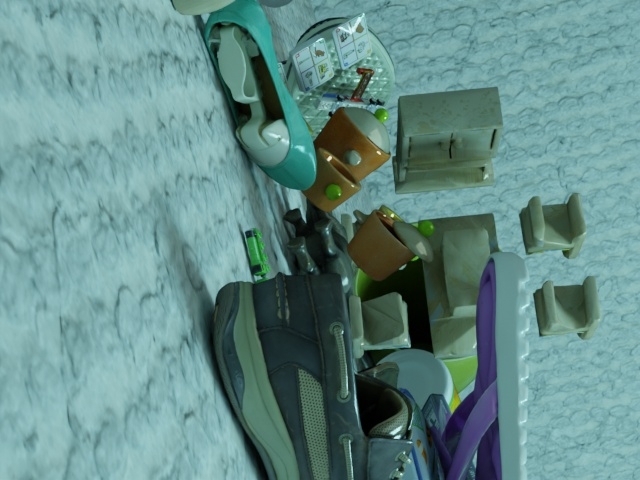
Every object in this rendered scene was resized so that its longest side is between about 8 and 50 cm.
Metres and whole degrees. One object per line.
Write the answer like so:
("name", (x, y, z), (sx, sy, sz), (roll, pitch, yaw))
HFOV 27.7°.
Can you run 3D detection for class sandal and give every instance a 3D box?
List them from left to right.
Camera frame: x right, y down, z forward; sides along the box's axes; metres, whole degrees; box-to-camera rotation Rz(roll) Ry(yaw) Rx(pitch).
("sandal", (0.171, 0.213, 1.460), (0.169, 0.102, 0.416), (96, 0, -66))

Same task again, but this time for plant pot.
("plant pot", (0.187, 0.160, 2.244), (0.293, 0.275, 0.274), (92, -12, -55))

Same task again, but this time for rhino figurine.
("rhino figurine", (0.000, 0.000, 1.698), (0.243, 0.073, 0.106), (-93, 160, -68))

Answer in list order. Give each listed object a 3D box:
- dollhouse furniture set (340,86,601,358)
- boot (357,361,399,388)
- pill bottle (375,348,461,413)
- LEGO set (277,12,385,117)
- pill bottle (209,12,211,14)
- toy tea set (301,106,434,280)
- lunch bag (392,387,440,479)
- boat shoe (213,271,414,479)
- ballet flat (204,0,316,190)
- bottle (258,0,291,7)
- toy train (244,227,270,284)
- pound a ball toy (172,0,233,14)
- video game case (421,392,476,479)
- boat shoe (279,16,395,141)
("dollhouse furniture set", (0.215, -0.003, 2.043), (0.256, 0.362, 0.394), (82, 3, -71))
("boot", (0.084, 0.231, 1.783), (0.219, 0.082, 0.106), (58, 14, -75))
("pill bottle", (0.162, 0.287, 2.065), (0.245, 0.136, 0.136), (65, 10, -53))
("LEGO set", (-0.003, -0.196, 1.801), (0.060, 0.182, 0.244), (50, -12, 36))
("pill bottle", (-0.109, -0.301, 1.558), (0.120, 0.067, 0.067), (-95, 166, -63))
("toy tea set", (0.060, -0.081, 1.625), (0.200, 0.124, 0.336), (27, 22, -52))
("lunch bag", (0.087, 0.320, 1.442), (0.303, 0.115, 0.243), (67, 11, -52))
("boat shoe", (0.019, 0.179, 1.109), (0.132, 0.130, 0.355), (-97, 169, -56))
("ballet flat", (-0.077, -0.158, 1.494), (0.087, 0.083, 0.247), (-46, 122, -55))
("bottle", (-0.084, -0.465, 1.996), (0.092, 0.118, 0.282), (68, 9, -45))
("toy train", (-0.063, 0.025, 1.329), (0.024, 0.017, 0.083), (25, 47, -67))
("pound a ball toy", (-0.127, -0.343, 1.199), (0.319, 0.136, 0.208), (-4, 77, -83))
("video game case", (0.151, 0.357, 1.624), (0.274, 0.026, 0.196), (-110, -144, -48))
("boat shoe", (0.017, -0.234, 2.027), (0.500, 0.187, 0.156), (70, 0, -74))
